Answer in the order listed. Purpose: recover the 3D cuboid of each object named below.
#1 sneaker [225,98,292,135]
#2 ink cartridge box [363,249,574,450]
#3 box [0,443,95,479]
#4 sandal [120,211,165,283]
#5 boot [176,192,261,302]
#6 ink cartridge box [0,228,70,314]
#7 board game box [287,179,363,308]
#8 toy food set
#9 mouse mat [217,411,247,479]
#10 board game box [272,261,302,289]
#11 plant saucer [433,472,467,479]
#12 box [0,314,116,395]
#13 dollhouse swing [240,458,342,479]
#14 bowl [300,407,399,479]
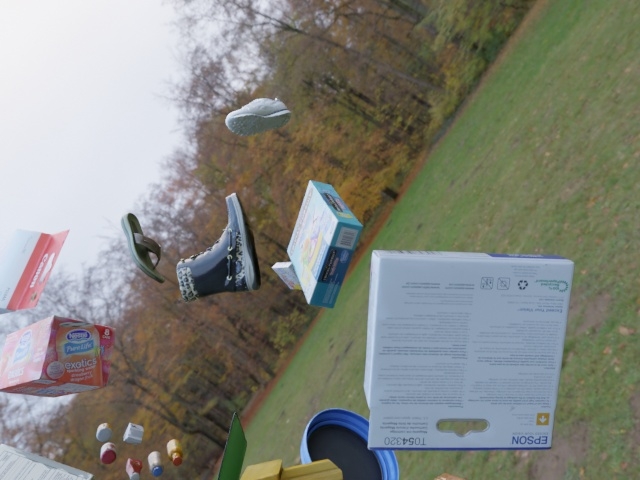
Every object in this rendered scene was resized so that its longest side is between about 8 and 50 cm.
[{"bbox_3d":[-0.207,-0.402,1.676,0.235,0.095,0.090,-17,-23,-39],"label":"sneaker"},{"bbox_3d":[0.239,0.184,0.880,0.071,0.323,0.330,-114,27,-79],"label":"ink cartridge box"},{"bbox_3d":[-0.611,0.556,1.105,0.149,0.232,0.127,-64,-15,-52],"label":"box"},{"bbox_3d":[-0.614,0.015,1.840,0.086,0.303,0.120,-29,-20,0],"label":"sandal"},{"bbox_3d":[-0.240,0.018,1.191,0.178,0.237,0.085,-14,-17,2],"label":"boot"},{"bbox_3d":[-0.656,0.061,1.129,0.232,0.066,0.189,-14,54,39],"label":"ink cartridge box"},{"bbox_3d":[0.000,0.000,1.533,0.336,0.079,0.254,-120,45,-62],"label":"board game box"},{"bbox_3d":[-0.491,0.571,1.402,0.111,0.232,0.104,-66,21,-7],"label":"toy food set"},{"bbox_3d":[-0.198,0.498,1.194,0.190,0.007,0.153,86,-169,-47],"label":"mouse mat"},{"bbox_3d":[-0.096,0.118,1.750,0.026,0.103,0.154,-45,14,-20],"label":"board game box"},{"bbox_3d":[0.382,0.627,1.305,0.200,0.199,0.037,117,176,-71],"label":"plant saucer"},{"bbox_3d":[-0.634,0.285,1.249,0.299,0.154,0.142,-21,57,40],"label":"box"},{"bbox_3d":[-0.062,0.854,1.570,0.315,0.304,0.347,98,165,-78],"label":"dollhouse swing"},{"bbox_3d":[0.105,0.811,1.953,0.077,0.391,0.391,-60,-4,28],"label":"bowl"}]
